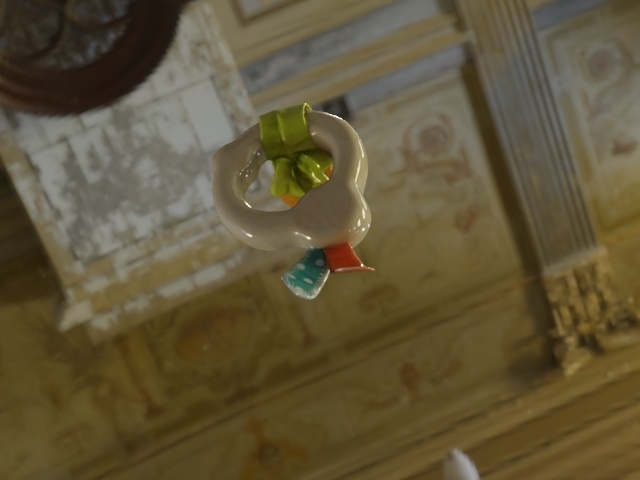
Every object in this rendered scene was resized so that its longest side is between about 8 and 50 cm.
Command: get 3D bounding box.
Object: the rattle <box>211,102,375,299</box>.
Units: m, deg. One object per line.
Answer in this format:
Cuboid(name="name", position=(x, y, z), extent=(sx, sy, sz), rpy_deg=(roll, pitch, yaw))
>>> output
Cuboid(name="rattle", position=(0.000, 0.000, 1.084), extent=(0.130, 0.143, 0.200), rpy_deg=(-24, -131, -17))
